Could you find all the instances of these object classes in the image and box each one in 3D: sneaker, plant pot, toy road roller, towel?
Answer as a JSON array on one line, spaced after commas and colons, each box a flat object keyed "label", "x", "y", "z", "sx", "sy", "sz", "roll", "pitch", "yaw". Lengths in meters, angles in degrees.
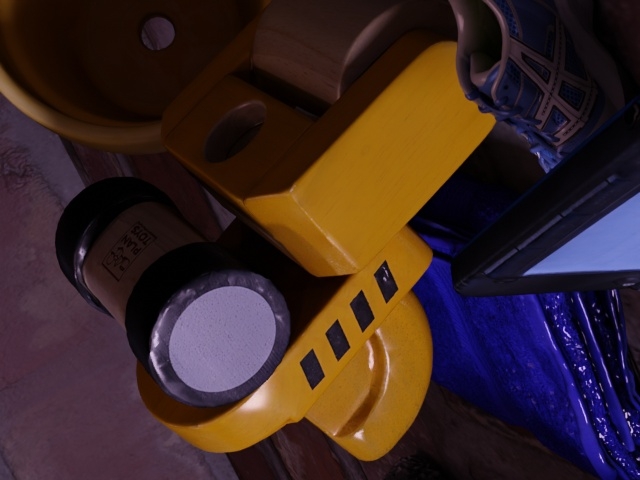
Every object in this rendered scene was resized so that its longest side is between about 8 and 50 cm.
[{"label": "sneaker", "x": 0.123, "y": -0.085, "z": 0.763, "sx": 0.211, "sy": 0.081, "sz": 0.080, "roll": 63, "pitch": 161, "yaw": -14}, {"label": "plant pot", "x": -0.145, "y": -0.189, "z": 1.114, "sx": 0.254, "sy": 0.254, "sz": 0.239, "roll": 59, "pitch": 178, "yaw": 3}, {"label": "toy road roller", "x": 0.000, "y": 0.000, "z": 0.936, "sx": 0.240, "sy": 0.329, "sz": 0.202, "roll": 44, "pitch": 175, "yaw": -34}, {"label": "towel", "x": 0.119, "y": 0.056, "z": 1.014, "sx": 0.308, "sy": 0.076, "sz": 0.227, "roll": 26, "pitch": 142, "yaw": 61}]

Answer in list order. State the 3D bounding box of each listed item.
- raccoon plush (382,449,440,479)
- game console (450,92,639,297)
[{"label": "raccoon plush", "x": 0.127, "y": 0.286, "z": 1.274, "sx": 0.299, "sy": 0.216, "sz": 0.446, "roll": 62, "pitch": 149, "yaw": 30}, {"label": "game console", "x": 0.218, "y": 0.046, "z": 0.576, "sx": 0.293, "sy": 0.250, "sz": 0.173, "roll": 125, "pitch": 140, "yaw": -71}]
